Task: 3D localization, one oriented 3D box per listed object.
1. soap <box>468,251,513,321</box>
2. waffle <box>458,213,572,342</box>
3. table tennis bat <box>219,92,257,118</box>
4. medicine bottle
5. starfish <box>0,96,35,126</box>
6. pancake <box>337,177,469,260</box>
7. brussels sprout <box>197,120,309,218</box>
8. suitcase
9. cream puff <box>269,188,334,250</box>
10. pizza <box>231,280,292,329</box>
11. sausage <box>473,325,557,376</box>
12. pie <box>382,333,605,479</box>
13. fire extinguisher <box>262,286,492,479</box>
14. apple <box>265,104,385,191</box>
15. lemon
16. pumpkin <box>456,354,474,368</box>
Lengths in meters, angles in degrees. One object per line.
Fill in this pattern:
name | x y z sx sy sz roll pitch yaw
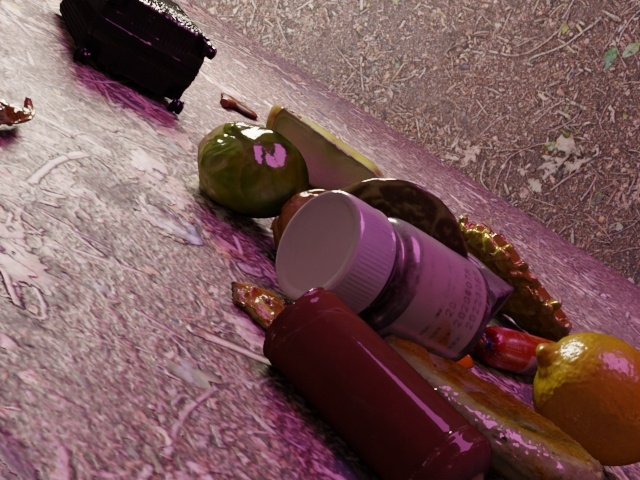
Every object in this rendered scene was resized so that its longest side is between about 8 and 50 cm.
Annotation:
soap | 0.181 0.042 1.622 0.285 0.107 0.296 38 8 12
waffle | 0.365 0.084 1.814 0.301 0.058 0.281 47 -9 21
table tennis bat | -0.192 -0.305 2.130 0.098 0.019 0.154 37 11 9
medicine bottle | 0.086 0.056 1.236 0.273 0.165 0.165 27 16 -39
starfish | -0.422 -0.169 1.101 0.138 0.050 0.247 33 7 -4
pancake | 0.109 0.009 1.404 0.250 0.250 0.031 35 51 3
brussels sprout | -0.102 -0.104 1.424 0.161 0.144 0.181 -13 41 -17
suitcase | -0.362 -0.403 1.804 0.229 0.152 0.335 27 14 -32
cream puff | 0.003 -0.001 1.354 0.144 0.126 0.103 45 -7 22
pizza | -0.048 0.091 1.128 0.123 0.026 0.108 26 19 -33
sausage | 0.333 0.189 1.581 0.274 0.074 0.074 18 22 -47
pie | 0.191 0.208 1.105 0.323 0.070 0.323 32 2 -1
fire extinguisher | 0.088 0.198 0.961 0.337 0.106 0.147 44 -8 29
apple | -0.008 -0.158 1.865 0.265 0.120 0.193 35 2 -7
lemon | 0.409 0.233 1.382 0.244 0.187 0.187 37 14 -8
pumpkin | 0.190 0.157 1.433 0.073 0.035 0.101 24 15 -46
